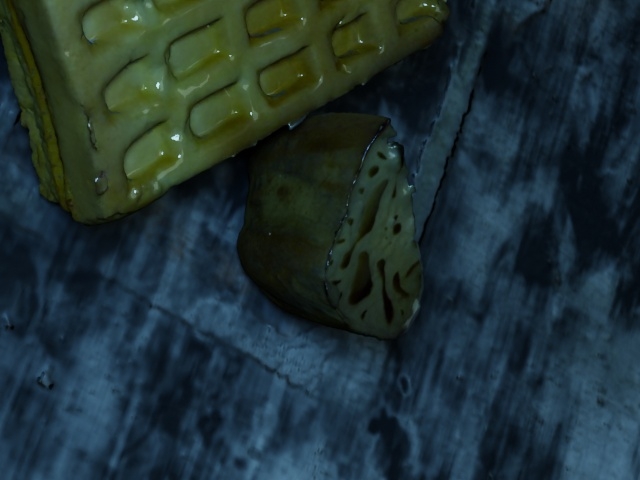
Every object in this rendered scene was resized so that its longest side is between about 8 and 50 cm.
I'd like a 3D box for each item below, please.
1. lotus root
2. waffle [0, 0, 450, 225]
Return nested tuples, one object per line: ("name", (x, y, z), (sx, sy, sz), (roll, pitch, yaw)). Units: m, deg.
("lotus root", (-0.001, -0.001, 1.254), (0.095, 0.135, 0.159), (-35, 117, -37))
("waffle", (-0.063, -0.174, 1.209), (0.328, 0.098, 0.224), (-33, 121, -31))
